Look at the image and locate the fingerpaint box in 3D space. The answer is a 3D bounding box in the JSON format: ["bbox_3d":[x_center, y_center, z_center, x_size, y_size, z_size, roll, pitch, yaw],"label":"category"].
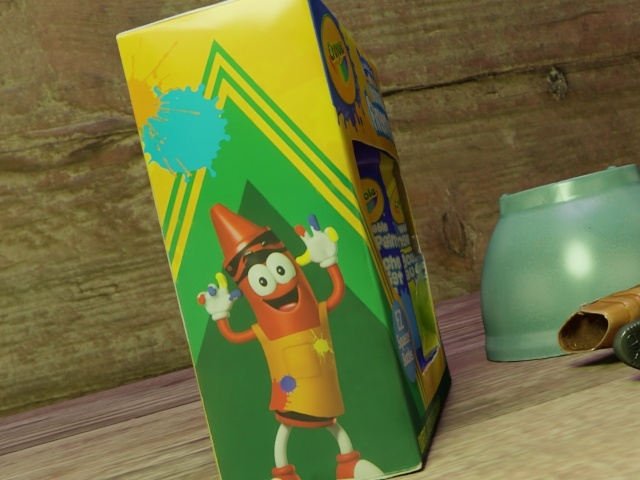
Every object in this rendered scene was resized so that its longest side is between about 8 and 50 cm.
[{"bbox_3d":[0.000,0.000,0.980,0.163,0.371,0.445,-14,-2,10],"label":"fingerpaint box"}]

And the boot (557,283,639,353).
[{"bbox_3d":[0.334,0.058,1.021,0.152,0.073,0.197,-8,-30,-28],"label":"boot"}]

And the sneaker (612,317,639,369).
[{"bbox_3d":[0.324,0.086,0.944,0.170,0.051,0.089,-8,-3,-15],"label":"sneaker"}]

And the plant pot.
[{"bbox_3d":[0.326,0.018,1.294,0.293,0.196,0.293,-13,-2,0],"label":"plant pot"}]
